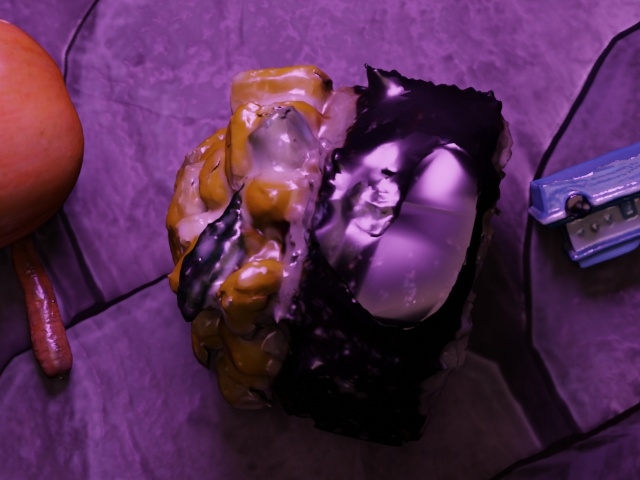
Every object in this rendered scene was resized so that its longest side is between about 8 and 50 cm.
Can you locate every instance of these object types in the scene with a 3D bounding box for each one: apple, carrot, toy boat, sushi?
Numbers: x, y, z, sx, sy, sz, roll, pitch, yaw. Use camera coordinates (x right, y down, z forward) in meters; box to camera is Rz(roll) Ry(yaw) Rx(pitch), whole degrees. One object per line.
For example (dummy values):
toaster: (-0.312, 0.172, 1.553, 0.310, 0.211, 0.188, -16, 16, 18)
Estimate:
apple: (-0.349, -0.102, 1.735, 0.241, 0.242, 0.242, -11, 79, -15)
carrot: (-0.270, 0.056, 1.800, 0.036, 0.035, 0.165, -16, 77, -2)
toy boat: (0.320, -0.047, 1.786, 0.238, 0.109, 0.098, -20, 100, 0)
sushi: (0.000, 0.000, 1.667, 0.285, 0.328, 0.328, 15, 85, -3)
